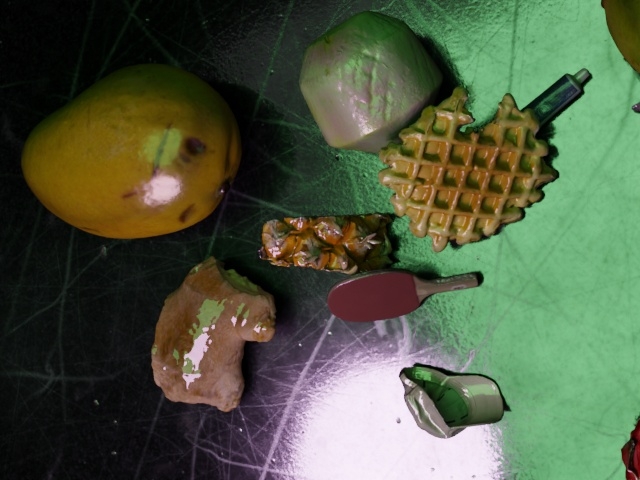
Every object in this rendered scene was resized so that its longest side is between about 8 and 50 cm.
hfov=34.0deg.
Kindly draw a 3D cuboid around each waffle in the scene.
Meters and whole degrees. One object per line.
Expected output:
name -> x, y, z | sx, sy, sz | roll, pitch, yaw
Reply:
waffle -> 0.230, -0.107, 1.619 | 0.261, 0.056, 0.250 | -35, 116, 8

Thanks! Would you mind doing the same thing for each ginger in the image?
ginger -> -0.179, 0.165, 1.817 | 0.221, 0.130, 0.275 | -5, 95, 13

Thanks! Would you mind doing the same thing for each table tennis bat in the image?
table tennis bat -> 0.132, 0.083, 1.704 | 0.247, 0.138, 0.022 | -9, 53, 3

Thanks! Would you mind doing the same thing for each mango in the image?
mango -> -0.346, -0.153, 1.829 | 0.445, 0.220, 0.301 | 0, 94, 25

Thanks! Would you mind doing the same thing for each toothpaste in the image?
toothpaste -> 0.343, -0.203, 1.649 | 0.197, 0.035, 0.057 | -41, 68, 20

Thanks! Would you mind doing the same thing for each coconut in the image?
coconut -> 0.085, -0.240, 1.663 | 0.236, 0.204, 0.236 | -1, 101, -6

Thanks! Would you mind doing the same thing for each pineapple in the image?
pineapple -> 0.000, 0.000, 1.734 | 0.236, 0.186, 0.114 | 6, 88, -21

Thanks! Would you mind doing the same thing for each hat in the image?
hat -> 0.213, 0.263, 1.700 | 0.166, 0.081, 0.122 | -5, 50, 7

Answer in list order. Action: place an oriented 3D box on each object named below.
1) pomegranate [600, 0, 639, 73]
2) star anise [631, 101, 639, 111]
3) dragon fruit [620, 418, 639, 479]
pomegranate -> 0.556, -0.370, 1.430 | 0.359, 0.216, 0.309 | -2, 72, 29
star anise -> 0.578, -0.211, 1.539 | 0.208, 0.063, 0.172 | 42, 104, 16
dragon fruit -> 0.557, 0.298, 1.477 | 0.234, 0.234, 0.293 | 38, 109, 17
